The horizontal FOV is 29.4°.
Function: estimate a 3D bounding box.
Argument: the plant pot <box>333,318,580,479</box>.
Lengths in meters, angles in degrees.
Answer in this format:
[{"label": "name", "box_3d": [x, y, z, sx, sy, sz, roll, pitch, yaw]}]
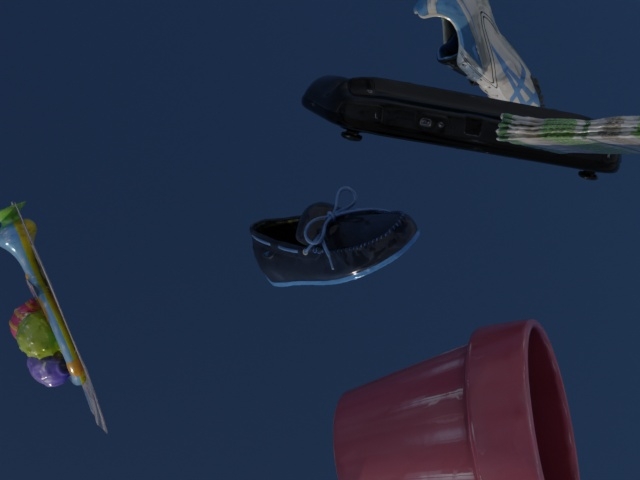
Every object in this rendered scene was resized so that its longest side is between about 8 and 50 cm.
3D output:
[{"label": "plant pot", "box_3d": [0.117, 0.180, 1.053, 0.201, 0.180, 0.201, -12, -90, -72]}]

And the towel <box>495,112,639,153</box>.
[{"label": "towel", "box_3d": [0.227, -0.083, 0.943, 0.113, 0.152, 0.023, 4, -91, -50]}]

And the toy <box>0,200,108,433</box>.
[{"label": "toy", "box_3d": [-0.280, 0.079, 1.206, 0.056, 0.137, 0.237, -19, -83, -15]}]

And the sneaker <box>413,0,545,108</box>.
[{"label": "sneaker", "box_3d": [0.188, -0.206, 1.407, 0.086, 0.085, 0.237, -34, -60, 8]}]

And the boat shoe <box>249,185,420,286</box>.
[{"label": "boat shoe", "box_3d": [0.000, 0.000, 1.443, 0.109, 0.258, 0.089, -47, -67, -43]}]

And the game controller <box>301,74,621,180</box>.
[{"label": "game controller", "box_3d": [0.143, -0.115, 1.238, 0.319, 0.166, 0.067, 8, -86, -20]}]
